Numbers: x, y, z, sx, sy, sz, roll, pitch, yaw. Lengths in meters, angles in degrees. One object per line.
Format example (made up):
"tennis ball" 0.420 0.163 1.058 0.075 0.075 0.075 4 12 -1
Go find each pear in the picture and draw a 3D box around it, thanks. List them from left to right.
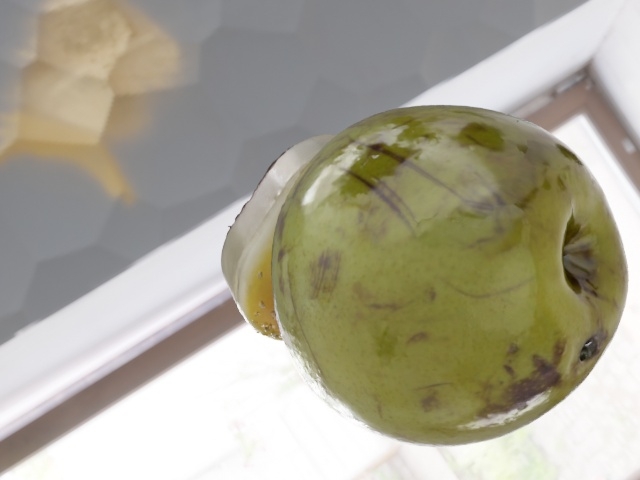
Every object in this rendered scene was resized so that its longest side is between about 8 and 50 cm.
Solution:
"pear" 0.099 0.022 0.868 0.283 0.284 0.283 52 164 21

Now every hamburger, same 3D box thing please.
"hamburger" 0.000 0.000 1.089 0.116 0.210 0.173 40 -170 32
